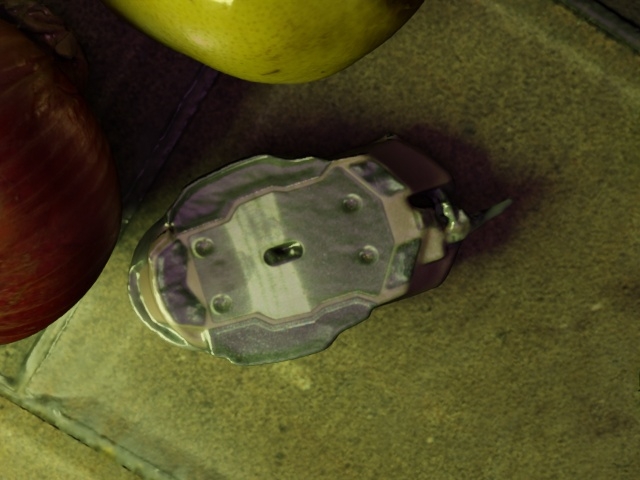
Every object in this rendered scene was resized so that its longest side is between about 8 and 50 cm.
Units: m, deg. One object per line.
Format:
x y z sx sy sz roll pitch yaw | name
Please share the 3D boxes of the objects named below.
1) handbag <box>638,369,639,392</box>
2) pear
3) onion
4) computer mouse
0.360 0.161 1.333 0.072 0.047 0.111 -19 106 8 | handbag
-0.063 -0.262 1.134 0.336 0.285 0.285 -27 103 26 | pear
-0.358 -0.060 1.188 0.353 0.353 0.354 1 106 4 | onion
-0.002 0.000 1.283 0.389 0.115 0.199 -16 94 -3 | computer mouse
